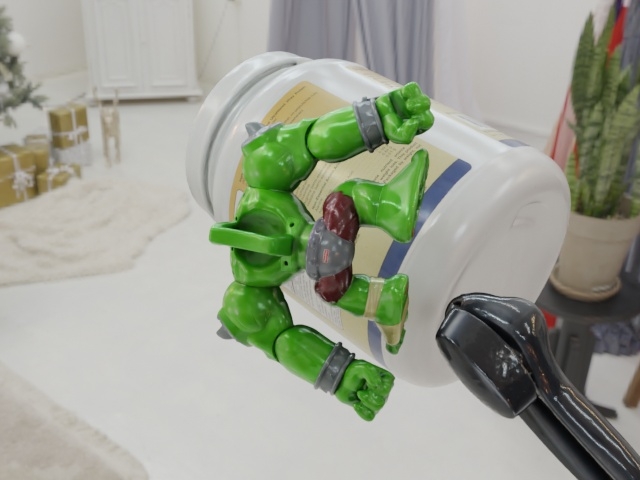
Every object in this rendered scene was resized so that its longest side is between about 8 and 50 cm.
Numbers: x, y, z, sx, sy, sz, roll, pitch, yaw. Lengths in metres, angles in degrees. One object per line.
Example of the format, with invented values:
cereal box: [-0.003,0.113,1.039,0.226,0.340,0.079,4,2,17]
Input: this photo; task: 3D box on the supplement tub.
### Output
supplement tub: [0.043,-0.035,0.734,0.228,0.228,0.316,-22,44,-40]

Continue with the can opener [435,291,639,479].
can opener: [0.144,0.106,0.490,0.073,0.186,0.059,-45,5,-23]

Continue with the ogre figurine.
ogre figurine: [0.000,0.000,0.478,0.118,0.197,0.097,10,25,11]
